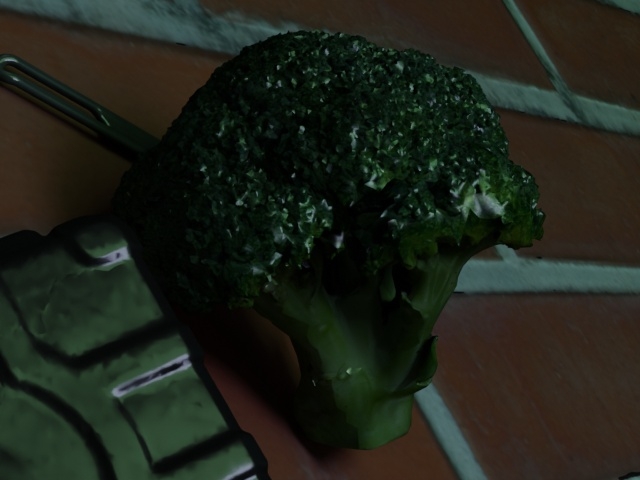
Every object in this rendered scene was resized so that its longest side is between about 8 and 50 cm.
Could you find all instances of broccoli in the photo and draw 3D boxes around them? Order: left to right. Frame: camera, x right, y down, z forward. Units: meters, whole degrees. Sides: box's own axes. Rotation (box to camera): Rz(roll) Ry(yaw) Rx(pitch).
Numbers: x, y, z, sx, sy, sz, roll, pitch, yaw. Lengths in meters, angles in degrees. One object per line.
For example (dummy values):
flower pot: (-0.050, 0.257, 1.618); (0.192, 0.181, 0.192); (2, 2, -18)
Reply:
broccoli: (0.000, 0.000, 1.145); (0.269, 0.254, 0.269); (169, -90, -86)

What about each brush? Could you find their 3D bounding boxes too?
brush: (-0.107, -0.062, 1.233); (0.266, 0.027, 0.062); (29, 34, -40)

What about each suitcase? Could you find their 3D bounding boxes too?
suitcase: (-0.156, 0.118, 0.716); (0.285, 0.066, 0.206); (-22, 72, -32)
